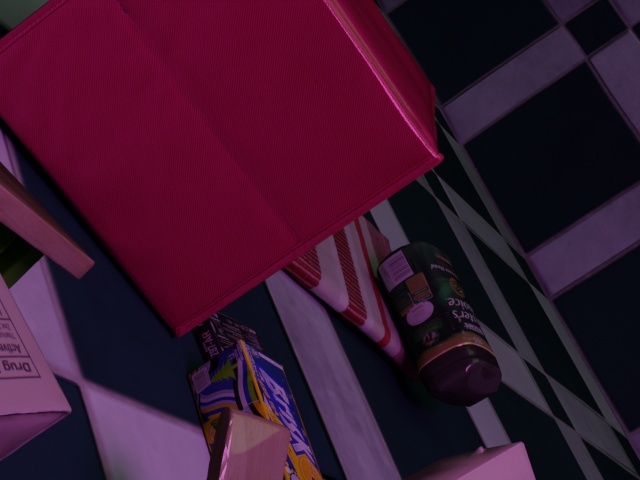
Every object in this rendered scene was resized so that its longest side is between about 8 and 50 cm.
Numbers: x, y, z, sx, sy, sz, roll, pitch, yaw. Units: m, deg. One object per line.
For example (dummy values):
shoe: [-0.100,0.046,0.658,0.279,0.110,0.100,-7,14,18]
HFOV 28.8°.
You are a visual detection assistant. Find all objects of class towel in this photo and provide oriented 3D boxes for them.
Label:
towel: [0.000,0.000,1.417,0.329,0.037,0.237,42,22,-37]

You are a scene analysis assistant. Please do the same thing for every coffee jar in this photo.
coffee jar: [0.135,0.096,1.411,0.096,0.079,0.184,31,31,-51]

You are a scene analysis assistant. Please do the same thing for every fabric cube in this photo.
fabric cube: [-0.076,-0.129,1.003,0.258,0.259,0.254,53,14,-12]

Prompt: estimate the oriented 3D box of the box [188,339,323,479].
box: [-0.040,0.158,0.895,0.059,0.054,0.169,39,23,-47]

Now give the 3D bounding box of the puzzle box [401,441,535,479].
puzzle box: [0.002,0.253,0.433,0.409,0.052,0.272,-12,84,-54]

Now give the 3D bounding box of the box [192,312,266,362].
box: [-0.068,0.094,1.015,0.083,0.018,0.067,31,28,-58]

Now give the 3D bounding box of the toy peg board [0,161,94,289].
toy peg board: [-0.223,-0.034,0.669,0.160,0.079,0.161,44,-6,17]

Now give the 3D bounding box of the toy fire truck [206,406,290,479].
toy fire truck: [-0.072,0.182,0.594,0.217,0.158,0.246,45,6,-33]

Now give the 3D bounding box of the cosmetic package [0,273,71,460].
cosmetic package: [-0.250,-0.030,0.519,0.309,0.113,0.160,60,15,15]
